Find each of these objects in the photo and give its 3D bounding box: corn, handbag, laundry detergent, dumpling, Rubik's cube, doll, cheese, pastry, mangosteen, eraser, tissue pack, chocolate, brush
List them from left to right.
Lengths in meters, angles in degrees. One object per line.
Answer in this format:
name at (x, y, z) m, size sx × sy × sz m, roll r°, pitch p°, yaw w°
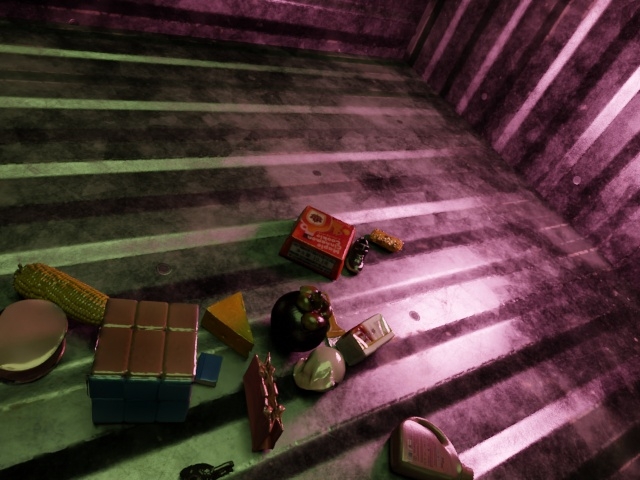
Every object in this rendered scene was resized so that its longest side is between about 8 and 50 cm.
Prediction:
handbag at (-0.717, 0.247, 1.142) m, size 0.179 × 0.116 × 0.205 m, roll 14°, pitch 44°, yaw -13°
corn at (-0.676, 0.148, 1.242) m, size 0.305 × 0.106 × 0.106 m, roll 21°, pitch 40°, yaw 13°
Rubik's cube at (-0.428, 0.299, 1.150) m, size 0.225 × 0.231 × 0.221 m, roll 7°, pitch 44°, yaw -18°
doll at (-0.288, 0.575, 1.069) m, size 0.165 × 0.057 × 0.139 m, roll 10°, pitch 47°, yaw -10°
eraser at (-0.311, 0.356, 1.296) m, size 0.063 × 0.027 × 0.084 m, roll 17°, pitch 42°, yaw -12°
cheese at (-0.249, 0.260, 1.375) m, size 0.126 × 0.093 × 0.171 m, roll -22°, pitch 60°, yaw -43°
handbag at (-0.148, 0.419, 1.215) m, size 0.059 × 0.157 × 0.212 m, roll 3°, pitch 46°, yaw -23°
mangosteen at (-0.048, 0.226, 1.407) m, size 0.194 × 0.230 × 0.194 m, roll 31°, pitch 29°, yaw -20°
dumpling at (-0.001, 0.377, 1.390) m, size 0.150 × 0.092 × 0.176 m, roll 13°, pitch 50°, yaw 7°
chocolate at (0.000, 0.000, 1.752) m, size 0.238 × 0.108 × 0.234 m, roll 27°, pitch 43°, yaw -1°
brush at (0.036, 0.265, 1.568) m, size 0.083 × 0.010 × 0.218 m, roll 0°, pitch 50°, yaw -27°
tissue pack at (0.142, 0.314, 1.495) m, size 0.149 × 0.106 × 0.099 m, roll -22°, pitch 72°, yaw -41°
pastry at (0.269, 0.003, 1.921) m, size 0.140 × 0.056 × 0.080 m, roll 27°, pitch 34°, yaw 11°
laundry detergent at (0.317, 0.595, 1.326) m, size 0.237 × 0.076 × 0.171 m, roll 18°, pitch 42°, yaw -9°

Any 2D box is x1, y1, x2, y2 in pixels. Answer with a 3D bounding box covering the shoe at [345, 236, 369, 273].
shoe at (0.150, 0.045, 1.785) m, size 0.071 × 0.099 × 0.169 m, roll 22°, pitch 42°, yaw -8°
